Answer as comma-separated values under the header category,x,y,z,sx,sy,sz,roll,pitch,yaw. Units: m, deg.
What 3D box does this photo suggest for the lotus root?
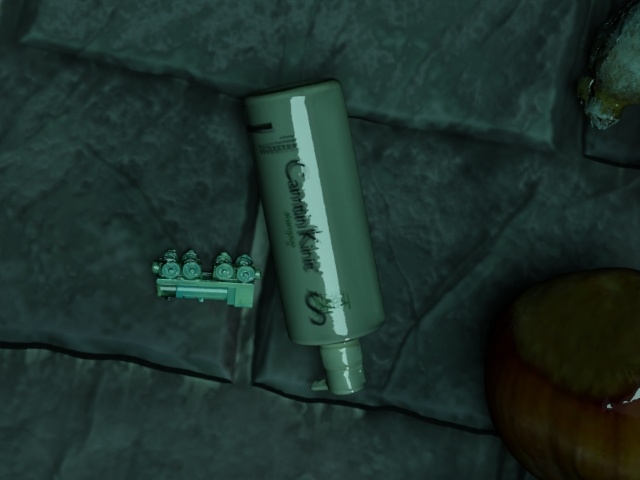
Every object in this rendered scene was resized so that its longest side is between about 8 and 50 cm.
category,x,y,z,sx,sy,sz,roll,pitch,yaw
lotus root,0.280,-0.165,1.518,0.165,0.088,0.088,-42,102,8

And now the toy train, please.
category,x,y,z,sx,sy,sz,roll,pitch,yaw
toy train,-0.096,0.032,1.509,0.092,0.029,0.045,3,113,-5

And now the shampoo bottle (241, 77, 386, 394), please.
category,x,y,z,sx,sy,sz,roll,pitch,yaw
shampoo bottle,0.000,0.000,1.490,0.085,0.085,0.262,-12,99,-7

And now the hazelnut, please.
category,x,y,z,sx,sy,sz,roll,pitch,yaw
hazelnut,0.245,0.121,1.507,0.210,0.210,0.186,24,70,-11
